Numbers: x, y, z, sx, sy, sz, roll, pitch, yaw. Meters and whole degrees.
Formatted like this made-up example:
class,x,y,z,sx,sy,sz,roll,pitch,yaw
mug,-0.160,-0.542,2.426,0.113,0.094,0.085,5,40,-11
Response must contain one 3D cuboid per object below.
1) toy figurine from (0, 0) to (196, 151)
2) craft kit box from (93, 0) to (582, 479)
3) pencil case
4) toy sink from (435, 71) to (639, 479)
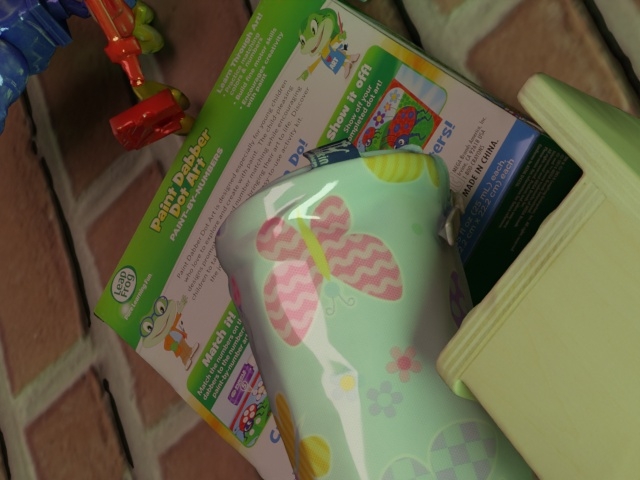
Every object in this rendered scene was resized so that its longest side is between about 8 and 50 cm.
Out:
class,x,y,z,sx,sy,sz,roll,pitch,yaw
toy figurine,-0.246,-0.168,1.177,0.217,0.191,0.362,-28,48,3
craft kit box,0.000,0.000,1.042,0.246,0.061,0.250,39,103,41
pencil case,0.043,0.090,0.883,0.113,0.124,0.273,131,122,-67
toy sink,0.158,0.056,0.806,0.131,0.152,0.234,-52,49,18
